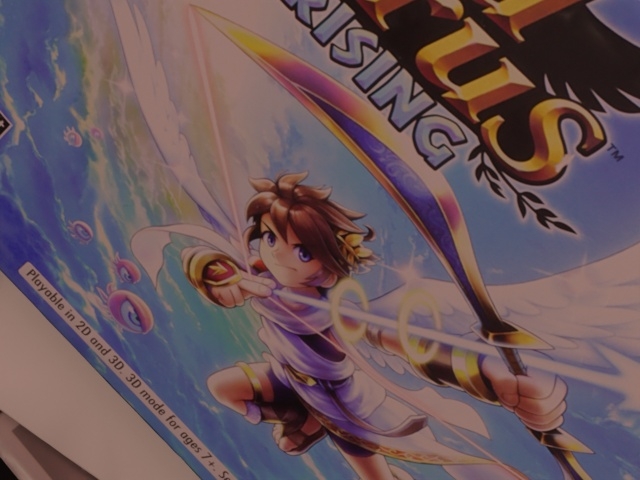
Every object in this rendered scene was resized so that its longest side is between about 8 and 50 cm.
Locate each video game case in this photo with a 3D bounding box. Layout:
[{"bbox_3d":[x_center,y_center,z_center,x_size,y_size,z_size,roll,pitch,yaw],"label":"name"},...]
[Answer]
[{"bbox_3d":[0.034,-0.005,0.440,0.269,0.061,0.244,47,130,-7],"label":"video game case"}]

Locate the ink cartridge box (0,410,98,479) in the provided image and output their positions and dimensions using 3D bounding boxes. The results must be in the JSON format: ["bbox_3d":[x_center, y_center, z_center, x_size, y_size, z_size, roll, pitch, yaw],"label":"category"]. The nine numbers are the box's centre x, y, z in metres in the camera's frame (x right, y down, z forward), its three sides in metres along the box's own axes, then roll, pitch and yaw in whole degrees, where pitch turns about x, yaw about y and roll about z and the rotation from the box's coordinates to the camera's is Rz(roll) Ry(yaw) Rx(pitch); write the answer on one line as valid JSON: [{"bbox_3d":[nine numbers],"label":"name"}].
[{"bbox_3d":[-0.090,0.137,0.730,0.145,0.045,0.179,49,165,5],"label":"ink cartridge box"}]

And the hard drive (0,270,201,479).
[{"bbox_3d":[0.000,0.000,0.530,0.203,0.040,0.307,35,132,4],"label":"hard drive"}]
